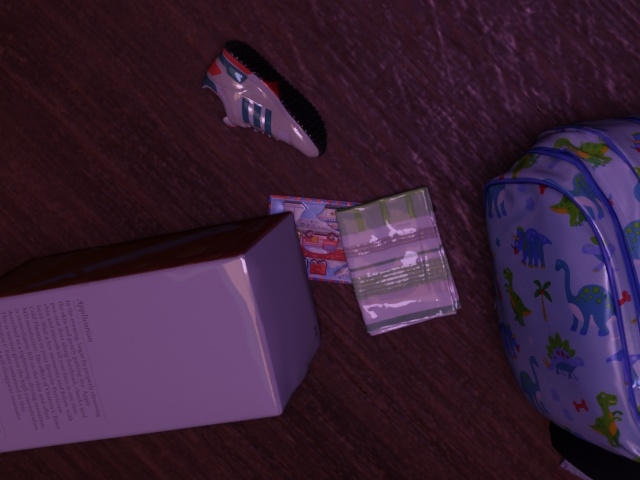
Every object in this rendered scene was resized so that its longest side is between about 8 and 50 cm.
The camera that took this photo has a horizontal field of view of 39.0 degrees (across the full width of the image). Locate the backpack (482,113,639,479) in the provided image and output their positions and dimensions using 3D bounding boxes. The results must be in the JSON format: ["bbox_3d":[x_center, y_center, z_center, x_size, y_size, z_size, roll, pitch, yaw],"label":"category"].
[{"bbox_3d":[0.296,0.056,0.877,0.273,0.290,0.355,3,97,-14],"label":"backpack"}]

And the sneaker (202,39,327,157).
[{"bbox_3d":[-0.064,-0.144,1.010,0.161,0.057,0.075,45,122,-4],"label":"sneaker"}]

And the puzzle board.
[{"bbox_3d":[0.000,0.000,1.047,0.128,0.011,0.096,6,103,7],"label":"puzzle board"}]

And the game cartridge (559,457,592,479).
[{"bbox_3d":[0.328,0.258,1.051,0.083,0.017,0.056,28,109,2],"label":"game cartridge"}]

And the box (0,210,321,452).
[{"bbox_3d":[-0.197,0.096,0.988,0.345,0.215,0.168,-10,101,13],"label":"box"}]

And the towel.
[{"bbox_3d":[0.087,0.025,1.025,0.113,0.023,0.152,-16,100,3],"label":"towel"}]
